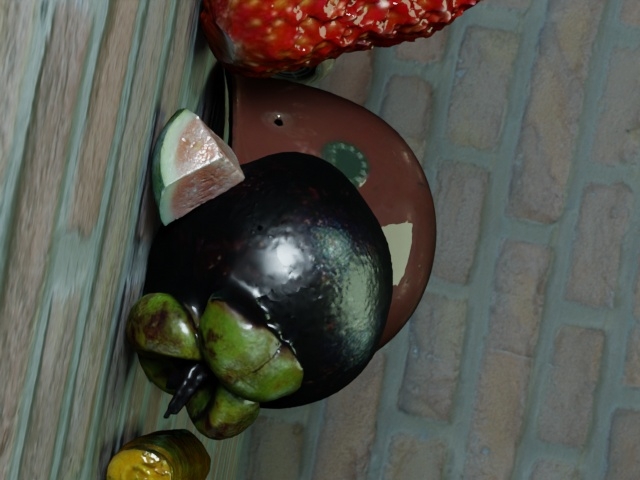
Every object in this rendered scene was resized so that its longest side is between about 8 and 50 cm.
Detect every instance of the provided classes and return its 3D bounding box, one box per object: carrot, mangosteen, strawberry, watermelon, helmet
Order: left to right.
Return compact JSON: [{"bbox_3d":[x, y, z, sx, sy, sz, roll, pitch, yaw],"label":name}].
[{"bbox_3d":[-0.141,0.200,1.387,0.260,0.070,0.070,71,29,-85],"label":"carrot"},{"bbox_3d":[-0.100,-0.053,1.240,0.084,0.072,0.092,9,96,-71],"label":"watermelon"},{"bbox_3d":[-0.052,0.046,1.309,0.243,0.243,0.243,11,90,-88],"label":"mangosteen"},{"bbox_3d":[0.000,0.000,1.626,0.385,0.230,0.337,103,-11,-71],"label":"helmet"},{"bbox_3d":[0.027,-0.270,1.415,0.351,0.267,0.312,-50,169,-29],"label":"strawberry"}]

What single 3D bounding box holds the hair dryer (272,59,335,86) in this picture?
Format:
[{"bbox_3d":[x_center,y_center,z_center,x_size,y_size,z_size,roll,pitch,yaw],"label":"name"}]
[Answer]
[{"bbox_3d":[-0.030,-0.340,1.733,0.344,0.107,0.189,82,18,-54],"label":"hair dryer"}]
